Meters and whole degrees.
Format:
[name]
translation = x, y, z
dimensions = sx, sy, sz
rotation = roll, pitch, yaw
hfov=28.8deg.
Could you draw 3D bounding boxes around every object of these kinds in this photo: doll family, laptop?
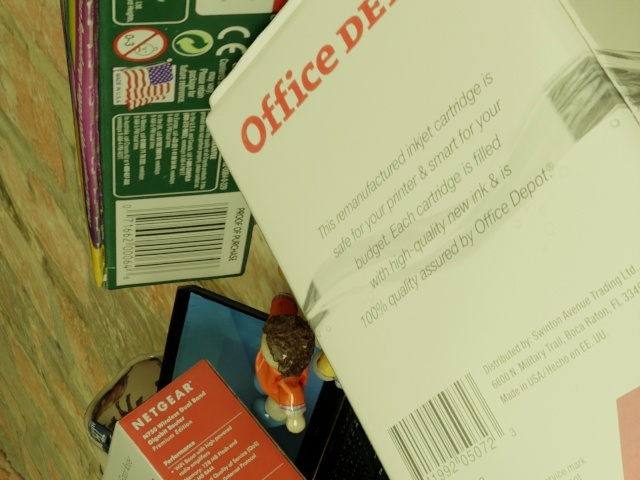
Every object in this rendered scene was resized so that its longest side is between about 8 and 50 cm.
[doll family]
translation = 0.000, 0.000, 0.869
dimensions = 0.163, 0.118, 0.263
rotation = 106, 155, -65
[laptop]
translation = -0.035, 0.199, 1.011
dimensions = 0.234, 0.136, 0.264
rotation = 107, 150, -46

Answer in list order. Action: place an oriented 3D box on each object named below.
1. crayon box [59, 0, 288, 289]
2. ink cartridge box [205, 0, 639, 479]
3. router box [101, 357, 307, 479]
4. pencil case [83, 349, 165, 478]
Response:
[crayon box]
translation = -0.099, -0.194, 0.714
dimensions = 0.363, 0.106, 0.313
rotation = 106, 155, -60
[ink cartridge box]
translation = 0.096, -0.001, 0.538
dimensions = 0.207, 0.117, 0.283
rotation = -43, 69, 43
[router box]
translation = -0.050, 0.281, 0.974
dimensions = 0.301, 0.082, 0.335
rotation = 50, 154, 11
[pencil case]
translation = -0.140, 0.335, 1.380
dimensions = 0.183, 0.160, 0.410
rotation = -125, 22, -63
